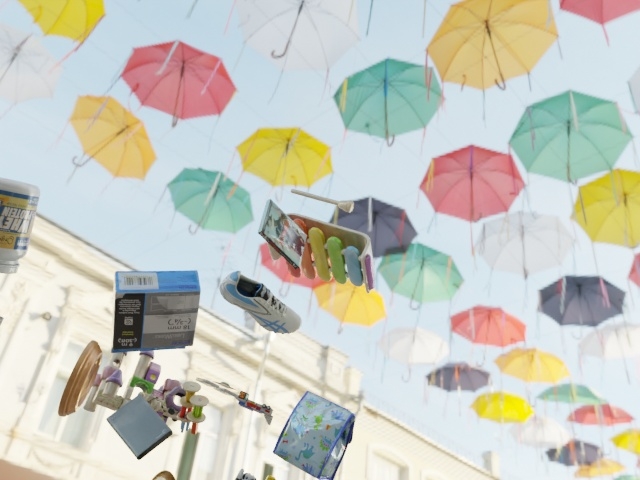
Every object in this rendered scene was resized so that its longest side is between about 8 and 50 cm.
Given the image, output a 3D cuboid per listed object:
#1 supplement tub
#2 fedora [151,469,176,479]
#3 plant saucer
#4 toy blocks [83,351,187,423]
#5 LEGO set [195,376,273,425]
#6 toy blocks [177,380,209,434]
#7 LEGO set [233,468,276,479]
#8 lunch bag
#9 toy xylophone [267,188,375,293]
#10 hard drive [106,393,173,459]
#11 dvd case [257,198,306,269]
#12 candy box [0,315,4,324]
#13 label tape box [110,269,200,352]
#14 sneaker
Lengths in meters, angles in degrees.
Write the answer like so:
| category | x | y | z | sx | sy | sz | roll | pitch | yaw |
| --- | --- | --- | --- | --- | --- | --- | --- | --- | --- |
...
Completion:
| category | x | y | z | sx | sy | sz | roll | pitch | yaw |
| --- | --- | --- | --- | --- | --- | --- | --- | --- | --- |
| supplement tub | -0.708 | -0.037 | 1.433 | 0.144 | 0.200 | 0.144 | 13 | 1 | 0 |
| fedora | -0.352 | 0.633 | 1.522 | 0.079 | 0.194 | 0.194 | -1 | -39 | 14 |
| plant saucer | -0.598 | 0.350 | 1.646 | 0.037 | 0.200 | 0.200 | 22 | -40 | -5 |
| toy blocks | -0.587 | 0.460 | 2.186 | 0.288 | 0.260 | 0.309 | 28 | -37 | -18 |
| LEGO set | -0.247 | 0.466 | 1.908 | 0.182 | 0.060 | 0.244 | 34 | -23 | -28 |
| toy blocks | -0.355 | 0.483 | 1.800 | 0.054 | 0.123 | 0.148 | 3 | -69 | -30 |
| LEGO set | -0.107 | 0.595 | 1.511 | 0.227 | 0.093 | 0.087 | 32 | -38 | -1 |
| lunch bag | -0.007 | 0.412 | 1.389 | 0.129 | 0.151 | 0.096 | 19 | -10 | 29 |
| toy xylophone | 0.000 | 0.000 | 1.581 | 0.322 | 0.081 | 0.236 | 10 | -49 | 39 |
| hard drive | -0.416 | 0.428 | 1.502 | 0.135 | 0.094 | 0.022 | 36 | -33 | 32 |
| dvd case | -0.072 | -0.012 | 1.262 | 0.013 | 0.087 | 0.119 | -21 | -51 | 32 |
| candy box | -0.834 | 0.147 | 1.413 | 0.159 | 0.071 | 0.233 | 15 | -17 | 20 |
| label tape box | -0.497 | 0.248 | 1.956 | 0.240 | 0.106 | 0.334 | 0 | -54 | -20 |
| sneaker | -0.137 | 0.156 | 1.611 | 0.237 | 0.085 | 0.086 | 33 | -46 | -21 |
